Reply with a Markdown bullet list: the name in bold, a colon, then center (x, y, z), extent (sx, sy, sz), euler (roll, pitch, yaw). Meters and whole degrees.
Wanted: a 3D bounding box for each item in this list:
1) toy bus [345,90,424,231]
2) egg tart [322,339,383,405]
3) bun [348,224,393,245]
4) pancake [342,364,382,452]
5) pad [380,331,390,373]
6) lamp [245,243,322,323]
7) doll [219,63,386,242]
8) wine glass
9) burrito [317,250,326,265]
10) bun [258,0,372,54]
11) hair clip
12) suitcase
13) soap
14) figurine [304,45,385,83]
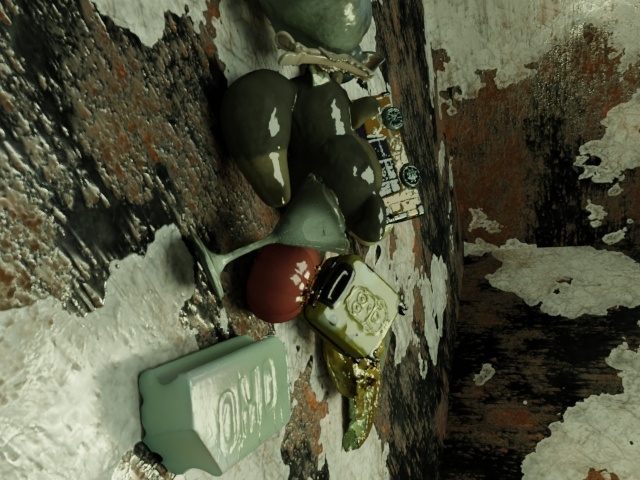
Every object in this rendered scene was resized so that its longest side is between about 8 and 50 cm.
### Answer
- **toy bus**: center (0.121, -0.189, 1.332), extent (0.194, 0.162, 0.324), euler (-17, 90, -27)
- **egg tart**: center (0.107, 0.286, 1.395), extent (0.297, 0.132, 0.297), euler (26, 60, -60)
- **bun**: center (0.152, -0.106, 1.541), extent (0.259, 0.159, 0.259), euler (-1, 90, -70)
- **pancake**: center (0.113, 0.419, 1.521), extent (0.197, 0.054, 0.377), euler (54, 38, -41)
- **pad**: center (0.202, 0.373, 1.790), extent (0.265, 0.009, 0.160), euler (-64, 144, -49)
- **lamp**: center (-0.063, 0.075, 1.006), extent (0.182, 0.140, 0.182), euler (21, 90, -85)
- **doll**: center (-0.037, -0.154, 1.082), extent (0.378, 0.252, 0.383), euler (-16, 92, -35)
- **wine glass**: center (-0.087, -0.001, 0.860), extent (0.156, 0.232, 0.156), euler (55, -21, 32)
- **burrito**: center (0.000, 0.000, 1.296), extent (0.275, 0.059, 0.082), euler (-58, 146, -53)
- **bun**: center (-0.031, -0.528, 1.050), extent (0.362, 0.211, 0.362), euler (55, 16, -24)
- **hair clip**: center (0.010, -0.350, 1.008), extent (0.225, 0.034, 0.072), euler (-1, 63, -35)
- **suitcase**: center (0.067, 0.160, 1.241), extent (0.235, 0.143, 0.194), euler (43, 65, -21)
- **soap**: center (-0.153, 0.260, 0.850), extent (0.289, 0.095, 0.173), euler (-4, 90, -67)
- **figurine**: center (0.034, -0.412, 1.292), extent (0.140, 0.193, 0.265), euler (51, 54, -56)
